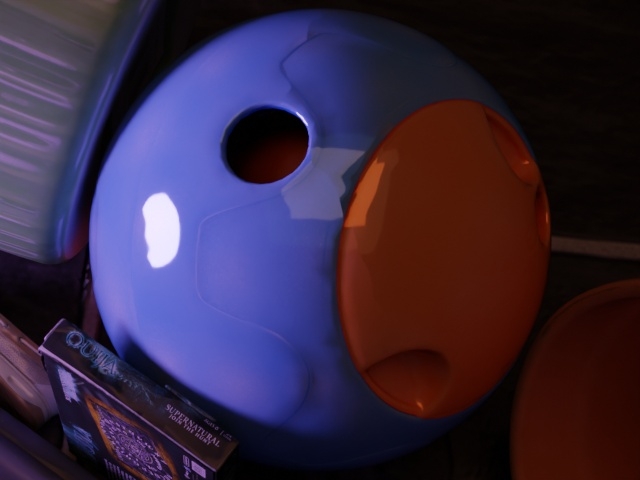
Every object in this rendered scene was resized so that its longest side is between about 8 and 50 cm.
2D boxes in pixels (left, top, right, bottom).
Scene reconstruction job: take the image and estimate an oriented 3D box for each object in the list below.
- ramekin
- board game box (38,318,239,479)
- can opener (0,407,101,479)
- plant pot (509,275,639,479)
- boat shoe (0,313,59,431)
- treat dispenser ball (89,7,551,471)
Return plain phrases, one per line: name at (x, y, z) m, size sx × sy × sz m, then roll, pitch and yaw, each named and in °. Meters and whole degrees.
ramekin at (-0.185, -0.132, 0.869) m, size 0.148 × 0.303 × 0.303 m, roll 23°, pitch 62°, yaw -2°
board game box at (-0.108, 0.126, 0.794) m, size 0.126 × 0.186 × 0.026 m, roll 33°, pitch 65°, yaw 11°
can opener at (-0.241, 0.141, 0.850) m, size 0.280 × 0.074 × 0.093 m, roll 28°, pitch 97°, yaw 11°
plant pot at (0.286, 0.142, 0.789) m, size 0.203 × 0.291 × 0.291 m, roll -15°, pitch 63°, yaw -31°
boat shoe at (-0.228, 0.063, 0.894) m, size 0.153 × 0.056 × 0.048 m, roll 44°, pitch 57°, yaw 15°
treat dispenser ball at (0.000, 0.000, 0.814) m, size 0.288 × 0.288 × 0.288 m, roll 2°, pitch 62°, yaw -4°
